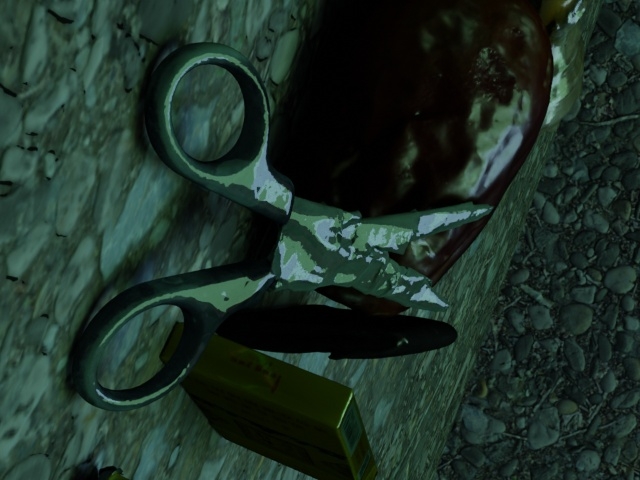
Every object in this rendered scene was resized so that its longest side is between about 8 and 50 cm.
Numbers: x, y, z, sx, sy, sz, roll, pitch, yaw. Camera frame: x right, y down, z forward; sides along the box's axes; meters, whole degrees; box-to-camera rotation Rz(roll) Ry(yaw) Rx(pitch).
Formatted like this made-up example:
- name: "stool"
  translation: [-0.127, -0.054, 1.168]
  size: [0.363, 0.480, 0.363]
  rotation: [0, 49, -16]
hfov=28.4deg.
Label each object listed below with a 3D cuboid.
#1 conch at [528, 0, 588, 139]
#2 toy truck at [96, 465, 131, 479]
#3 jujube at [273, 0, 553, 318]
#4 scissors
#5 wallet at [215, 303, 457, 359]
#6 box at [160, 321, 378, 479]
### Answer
- name: "conch"
  translation: [0.178, -0.217, 1.339]
  size: [0.324, 0.186, 0.263]
  rotation: [86, 28, -42]
- name: "toy truck"
  translation: [-0.121, 0.301, 0.956]
  size: [0.272, 0.157, 0.124]
  rotation: [94, 21, -49]
- name: "jujube"
  translation: [0.079, -0.091, 1.126]
  size: [0.318, 0.223, 0.223]
  rotation: [-63, 166, 1]
- name: "scissors"
  translation: [0.000, 0.000, 0.935]
  size: [0.383, 0.029, 0.256]
  rotation: [3, 107, -45]
- name: "wallet"
  translation: [0.026, 0.090, 1.203]
  size: [0.321, 0.170, 0.044]
  rotation: [5, 91, -76]
- name: "box"
  translation: [-0.034, 0.153, 1.093]
  size: [0.279, 0.153, 0.041]
  rotation: [75, 38, -66]
